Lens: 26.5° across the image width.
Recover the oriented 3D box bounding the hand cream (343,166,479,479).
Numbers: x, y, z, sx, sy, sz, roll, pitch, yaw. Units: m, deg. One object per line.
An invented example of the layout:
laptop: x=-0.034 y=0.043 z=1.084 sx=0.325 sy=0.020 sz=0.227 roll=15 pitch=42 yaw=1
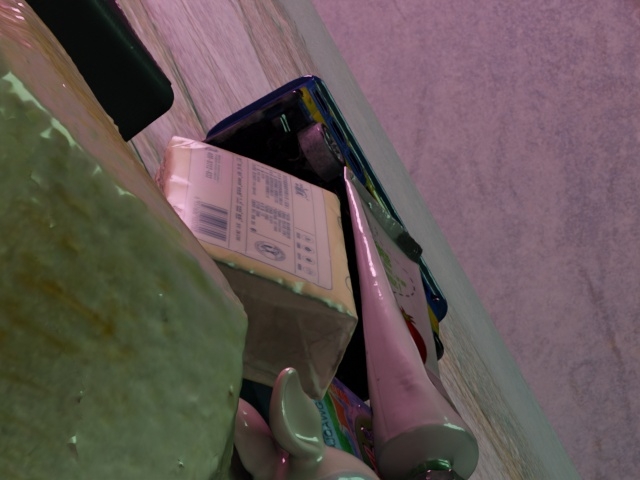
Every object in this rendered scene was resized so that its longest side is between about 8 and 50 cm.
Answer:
hand cream: x=0.068 y=0.080 z=1.090 sx=0.121 sy=0.076 sz=0.336 roll=50 pitch=20 yaw=-36

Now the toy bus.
toy bus: x=0.000 y=0.000 z=1.297 sx=0.288 sy=0.138 sz=0.175 roll=60 pitch=11 yaw=-8

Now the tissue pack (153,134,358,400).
tissue pack: x=-0.056 y=0.015 z=0.971 sx=0.148 sy=0.092 sz=0.196 roll=20 pitch=24 yaw=-12

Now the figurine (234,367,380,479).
figurine: x=0.005 y=0.203 z=0.842 sx=0.235 sy=0.127 sz=0.155 roll=55 pitch=39 yaw=-34

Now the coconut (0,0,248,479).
coconut: x=-0.141 y=0.016 z=0.388 sx=0.237 sy=0.197 sz=0.237 roll=53 pitch=4 yaw=-5

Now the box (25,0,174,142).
box: x=-0.175 y=-0.139 z=0.819 sx=0.144 sy=0.090 sz=0.201 roll=54 pitch=1 yaw=-41

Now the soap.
soap: x=0.019 y=0.190 z=1.061 sx=0.293 sy=0.077 sz=0.156 roll=46 pitch=18 yaw=-55
